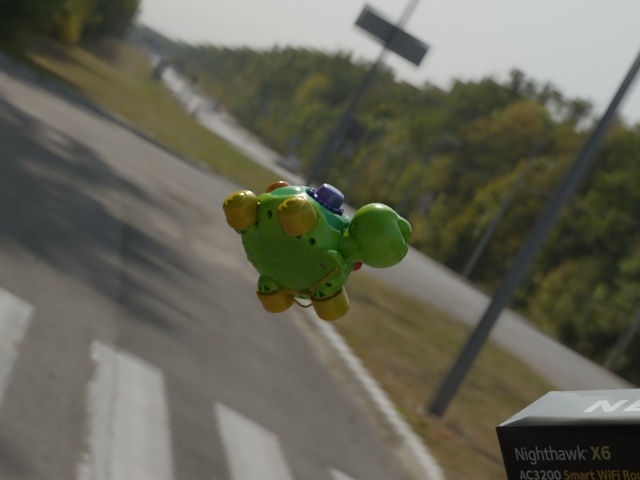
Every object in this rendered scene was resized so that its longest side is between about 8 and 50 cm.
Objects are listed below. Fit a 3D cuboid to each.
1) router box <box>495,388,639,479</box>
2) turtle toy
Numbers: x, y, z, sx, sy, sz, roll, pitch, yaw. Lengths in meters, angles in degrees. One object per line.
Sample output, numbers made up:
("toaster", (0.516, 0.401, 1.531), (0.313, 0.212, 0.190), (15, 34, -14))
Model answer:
("router box", (0.286, 0.222, 1.157), (0.309, 0.243, 0.081), (-7, 11, 40))
("turtle toy", (0.000, 0.000, 1.168), (0.130, 0.066, 0.095), (6, -52, 38))
